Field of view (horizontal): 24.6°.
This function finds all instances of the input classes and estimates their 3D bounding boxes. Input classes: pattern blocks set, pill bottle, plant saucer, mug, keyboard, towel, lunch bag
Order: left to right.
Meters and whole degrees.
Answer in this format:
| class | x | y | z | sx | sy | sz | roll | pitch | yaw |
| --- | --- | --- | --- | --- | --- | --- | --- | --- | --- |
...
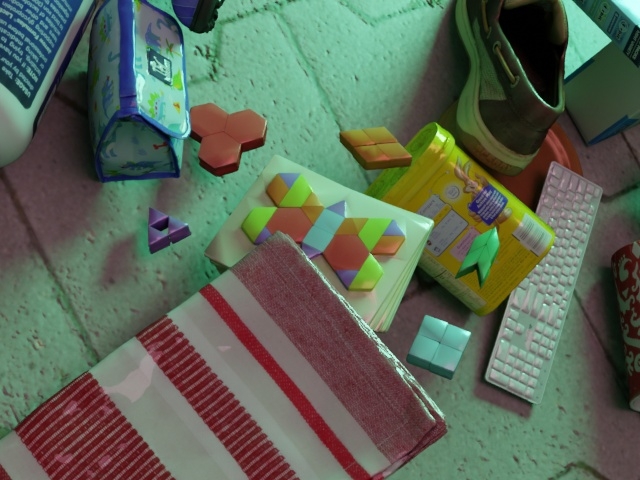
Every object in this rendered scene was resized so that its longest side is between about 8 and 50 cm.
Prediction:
| class | x | y | z | sx | sy | sz | roll | pitch | yaw |
| --- | --- | --- | --- | --- | --- | --- | --- | --- | --- |
| pill bottle | -0.301 | -0.156 | 1.268 | 0.153 | 0.153 | 0.264 | 29 | 59 | -17 |
| lunch bag | -0.168 | -0.139 | 1.329 | 0.096 | 0.151 | 0.128 | -5 | 69 | -2 |
| towel | -0.088 | 0.165 | 1.231 | 0.329 | 0.037 | 0.237 | -36 | 70 | -15 |
| pattern blocks set | 0.000 | 0.000 | 1.357 | 0.325 | 0.026 | 0.285 | 13 | 57 | 6 |
| plant saucer | 0.212 | -0.077 | 1.599 | 0.200 | 0.037 | 0.200 | 11 | 66 | -25 |
| keyboard | 0.237 | 0.043 | 1.548 | 0.072 | 0.014 | 0.256 | 29 | 69 | -26 |
| mug | 0.376 | 0.096 | 1.600 | 0.113 | 0.150 | 0.169 | -10 | 67 | 6 |

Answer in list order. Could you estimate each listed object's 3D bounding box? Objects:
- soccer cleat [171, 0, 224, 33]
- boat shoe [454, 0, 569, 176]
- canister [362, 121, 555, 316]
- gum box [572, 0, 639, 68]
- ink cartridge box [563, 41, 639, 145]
| class | x | y | z | sx | sy | sz | roll | pitch | yaw |
| --- | --- | --- | --- | --- | --- | --- | --- | --- | --- |
| soccer cleat | -0.132 | -0.308 | 1.415 | 0.116 | 0.108 | 0.318 | 19 | 38 | -15 |
| boat shoe | 0.221 | -0.221 | 1.575 | 0.123 | 0.123 | 0.342 | 29 | 42 | -15 |
| canister | 0.137 | -0.018 | 1.485 | 0.170 | 0.073 | 0.126 | 40 | 101 | -14 |
| gum box | 0.351 | -0.269 | 1.589 | 0.157 | 0.041 | 0.184 | -15 | 52 | -31 |
| ink cartridge box | 0.395 | -0.202 | 1.684 | 0.203 | 0.148 | 0.086 | -25 | 80 | -35 |
